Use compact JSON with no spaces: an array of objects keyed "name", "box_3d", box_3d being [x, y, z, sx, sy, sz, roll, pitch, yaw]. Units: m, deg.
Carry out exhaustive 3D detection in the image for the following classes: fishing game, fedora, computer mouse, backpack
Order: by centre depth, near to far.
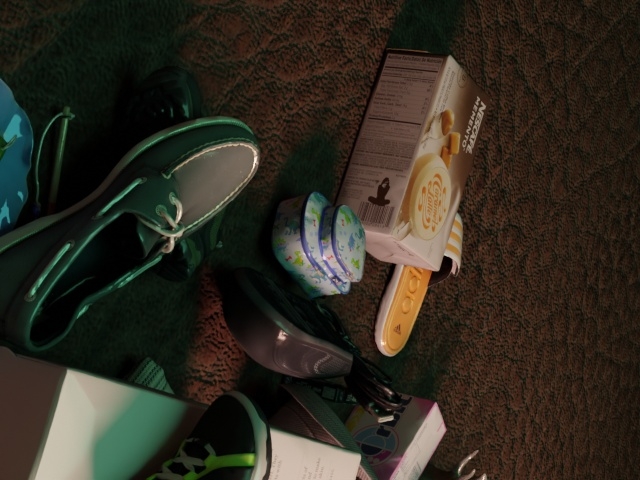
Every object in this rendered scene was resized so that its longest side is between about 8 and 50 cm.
[{"name":"fishing game","box_3d":[-0.307,-0.061,1.100,0.264,0.041,0.189,1,100,-56]},{"name":"computer mouse","box_3d":[-0.029,0.118,1.481,0.072,0.188,0.272,-45,142,9]},{"name":"fedora","box_3d":[-0.009,0.305,1.499,0.124,0.244,0.275,-30,104,-17]},{"name":"backpack","box_3d":[0.000,0.000,1.521,0.114,0.084,0.105,45,41,-41]}]

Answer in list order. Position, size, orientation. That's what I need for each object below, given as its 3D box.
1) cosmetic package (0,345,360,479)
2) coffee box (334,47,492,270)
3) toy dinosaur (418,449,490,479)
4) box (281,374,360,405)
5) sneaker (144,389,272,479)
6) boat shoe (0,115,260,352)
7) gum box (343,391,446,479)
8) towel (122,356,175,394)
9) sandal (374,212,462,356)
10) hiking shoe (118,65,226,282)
[{"name":"cosmetic package","box_3d":[-0.162,0.212,1.183,0.366,0.197,0.155,22,79,-42]},{"name":"coffee box","box_3d":[0.119,-0.103,1.664,0.141,0.098,0.246,36,69,-54]},{"name":"toy dinosaur","box_3d":[0.093,0.406,1.773,0.313,0.121,0.160,-32,125,-11]},{"name":"box","box_3d":[0.004,0.182,1.584,0.067,0.083,0.018,17,86,-56]},{"name":"sneaker","box_3d":[-0.120,0.221,1.032,0.097,0.084,0.234,36,71,-38]},{"name":"boat shoe","box_3d":[-0.167,-0.003,1.176,0.319,0.099,0.116,-33,134,-25]},{"name":"gum box","box_3d":[0.071,0.287,1.692,0.188,0.107,0.062,-54,139,-33]},{"name":"towel","box_3d":[-0.203,0.338,1.346,0.312,0.056,0.324,-53,139,-34]},{"name":"sandal","box_3d":[0.152,0.038,1.772,0.102,0.076,0.265,33,71,-55]},{"name":"hiking shoe","box_3d":[-0.140,-0.077,1.318,0.114,0.086,0.226,-42,141,-54]}]
